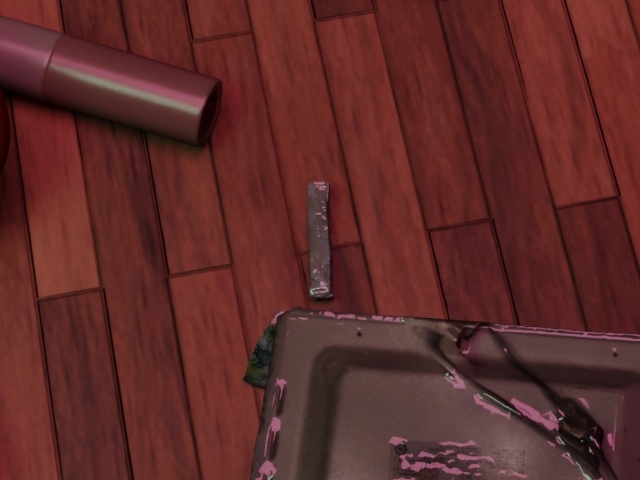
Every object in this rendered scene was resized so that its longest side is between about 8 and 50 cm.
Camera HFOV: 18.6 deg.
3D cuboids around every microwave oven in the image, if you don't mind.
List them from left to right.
[{"bbox_3d":[0.176,0.228,1.555,0.432,0.374,0.236,4,66,8],"label":"microwave oven"}]

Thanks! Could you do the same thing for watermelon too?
[{"bbox_3d":[-0.028,0.101,1.799,0.085,0.085,0.061,-15,36,-6],"label":"watermelon"}]

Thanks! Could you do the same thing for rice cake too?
[{"bbox_3d":[0.000,0.000,1.850,0.022,0.021,0.121,-6,65,10],"label":"rice cake"}]

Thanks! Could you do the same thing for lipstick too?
[{"bbox_3d":[-0.225,-0.158,1.902,0.254,0.070,0.070,17,66,9],"label":"lipstick"}]

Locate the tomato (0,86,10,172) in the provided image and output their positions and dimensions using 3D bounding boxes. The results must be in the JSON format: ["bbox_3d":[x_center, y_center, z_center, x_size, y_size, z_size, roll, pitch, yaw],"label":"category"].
[{"bbox_3d":[-0.411,-0.116,1.785,0.256,0.256,0.224,42,38,18],"label":"tomato"}]
